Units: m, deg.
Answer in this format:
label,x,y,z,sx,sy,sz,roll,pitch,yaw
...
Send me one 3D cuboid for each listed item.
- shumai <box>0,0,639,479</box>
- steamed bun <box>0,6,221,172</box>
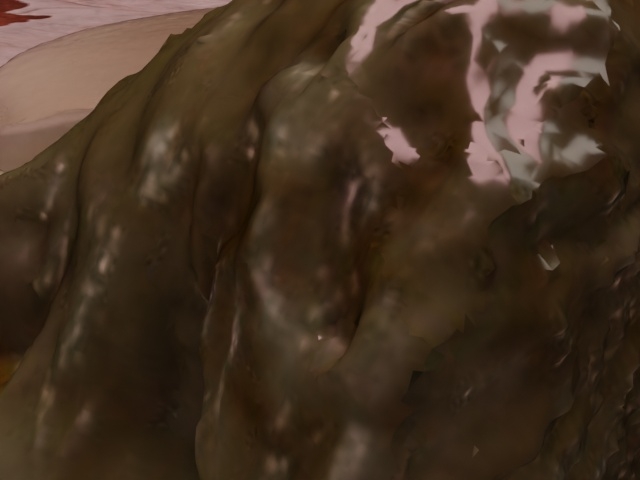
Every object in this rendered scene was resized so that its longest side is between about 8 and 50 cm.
label,x,y,z,sx,sy,sz,roll,pitch,yaw
shumai,0.000,0.000,0.470,0.222,0.225,0.261,27,51,29
steamed bun,0.005,-0.006,0.654,0.242,0.146,0.164,3,21,5
